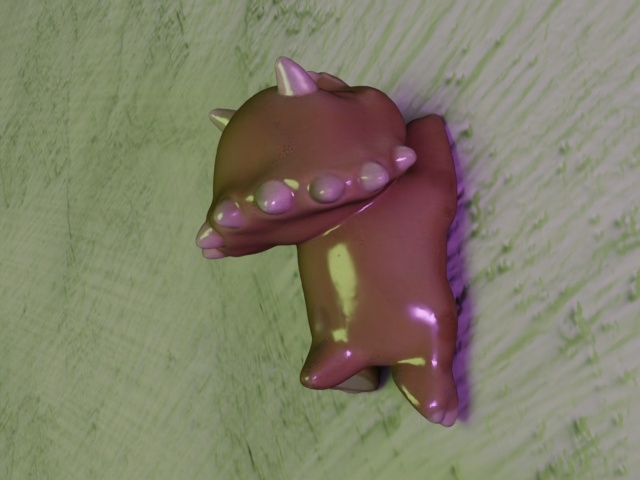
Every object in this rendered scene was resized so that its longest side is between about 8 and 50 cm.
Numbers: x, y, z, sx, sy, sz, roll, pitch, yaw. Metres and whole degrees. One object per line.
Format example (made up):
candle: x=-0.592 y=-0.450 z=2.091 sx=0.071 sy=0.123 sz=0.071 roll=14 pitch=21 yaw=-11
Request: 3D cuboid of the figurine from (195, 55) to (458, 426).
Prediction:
figurine: x=-0.002 y=-0.004 z=0.730 sx=0.177 sy=0.173 sz=0.247 roll=5 pitch=89 yaw=57
